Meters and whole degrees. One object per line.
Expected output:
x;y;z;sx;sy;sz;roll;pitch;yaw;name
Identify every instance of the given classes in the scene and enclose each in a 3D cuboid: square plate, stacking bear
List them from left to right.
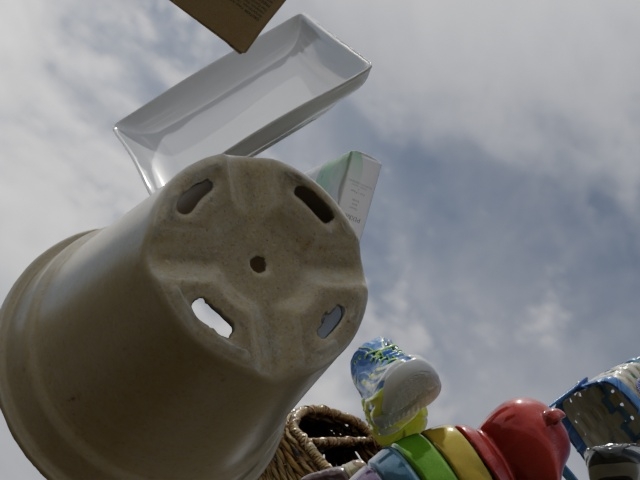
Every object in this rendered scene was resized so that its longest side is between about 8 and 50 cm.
-0.116;-0.191;2.053;0.049;0.347;0.344;60;-4;-28;square plate
0.156;0.283;1.627;0.164;0.289;0.175;57;-12;21;stacking bear

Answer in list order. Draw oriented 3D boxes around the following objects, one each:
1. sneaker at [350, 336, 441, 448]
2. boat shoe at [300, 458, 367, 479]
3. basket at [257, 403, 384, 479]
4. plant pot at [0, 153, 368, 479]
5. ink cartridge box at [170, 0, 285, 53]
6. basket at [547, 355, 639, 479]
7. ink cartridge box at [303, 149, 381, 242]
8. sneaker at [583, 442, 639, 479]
0.075;0.164;1.711;0.126;0.091;0.240;60;-16;22;sneaker
0.049;0.494;2.088;0.123;0.342;0.123;-9;-19;-15;boat shoe
0.026;0.398;2.604;0.223;0.213;0.299;-16;-15;27;basket
-0.117;0.079;1.404;0.334;0.334;0.305;37;-37;-9;plant pot
-0.121;-0.359;1.604;0.235;0.088;0.193;35;-67;-18;ink cartridge box
0.526;0.356;2.584;0.254;0.289;0.201;52;-35;1;basket
0.000;0.000;1.963;0.056;0.224;0.181;23;-16;-19;ink cartridge box
0.486;0.412;2.316;0.100;0.108;0.271;-7;-39;12;sneaker
